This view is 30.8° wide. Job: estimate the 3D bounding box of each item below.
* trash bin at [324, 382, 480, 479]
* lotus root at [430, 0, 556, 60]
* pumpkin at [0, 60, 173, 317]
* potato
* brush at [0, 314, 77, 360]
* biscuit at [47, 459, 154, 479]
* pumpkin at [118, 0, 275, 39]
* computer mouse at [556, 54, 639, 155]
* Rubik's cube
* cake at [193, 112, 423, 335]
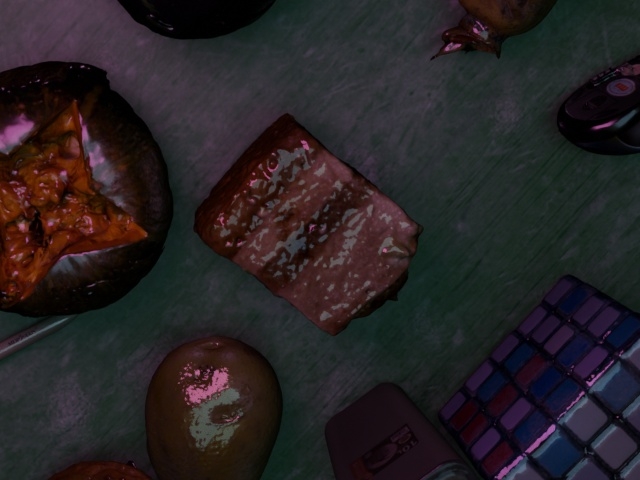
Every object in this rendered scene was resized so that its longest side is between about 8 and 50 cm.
[{"bbox_3d":[0.123,0.339,1.490,0.158,0.343,0.223,-36,105,-2],"label":"trash bin"},{"bbox_3d":[0.241,-0.337,1.474,0.154,0.154,0.278,23,100,-12],"label":"lotus root"},{"bbox_3d":[-0.338,-0.056,1.417,0.320,0.192,0.321,-2,101,-11],"label":"pumpkin"},{"bbox_3d":[-0.141,0.253,1.529,0.174,0.159,0.251,8,110,14],"label":"potato"},{"bbox_3d":[-0.451,0.164,1.527,0.299,0.039,0.042,-27,107,-6],"label":"brush"},{"bbox_3d":[-0.289,0.434,1.512,0.295,0.075,0.296,-3,84,25],"label":"biscuit"},{"bbox_3d":[-0.130,-0.387,1.358,0.295,0.296,0.296,-2,101,-9],"label":"pumpkin"},{"bbox_3d":[0.431,-0.180,1.545,0.233,0.137,0.096,-27,122,2],"label":"computer mouse"},{"bbox_3d":[0.375,0.260,1.543,0.293,0.287,0.292,41,93,-13],"label":"Rubik's cube"},{"bbox_3d":[0.000,0.000,1.483,0.293,0.199,0.196,42,90,-15],"label":"cake"}]
